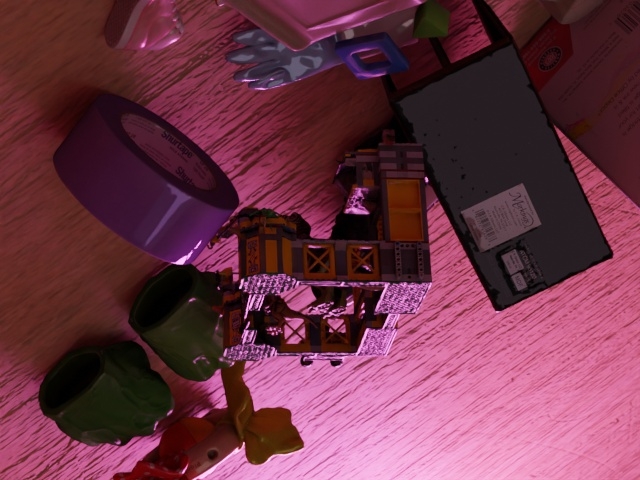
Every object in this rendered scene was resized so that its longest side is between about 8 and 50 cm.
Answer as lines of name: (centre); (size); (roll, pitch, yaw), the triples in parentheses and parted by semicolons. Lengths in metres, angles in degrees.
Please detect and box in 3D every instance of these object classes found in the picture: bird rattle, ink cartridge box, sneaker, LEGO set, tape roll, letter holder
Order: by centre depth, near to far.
sneaker: (-0.164, -0.248, 1.935); (0.070, 0.051, 0.134); (6, 132, -35)
tape roll: (-0.183, -0.065, 1.990); (0.080, 0.189, 0.189); (-50, 140, 14)
LEGO set: (0.000, 0.000, 2.092); (0.255, 0.192, 0.331); (-2, 157, 0)
letter holder: (0.191, -0.111, 2.183); (0.152, 0.214, 0.302); (-26, 117, 5)
ink cartridge box: (0.398, -0.175, 2.236); (0.226, 0.306, 0.131); (-46, 140, 10)
sneaker: (0.059, -0.056, 2.271); (0.124, 0.107, 0.283); (31, 98, -41)
bird rattle: (-0.153, 0.272, 2.348); (0.253, 0.207, 0.143); (-43, 99, -17)

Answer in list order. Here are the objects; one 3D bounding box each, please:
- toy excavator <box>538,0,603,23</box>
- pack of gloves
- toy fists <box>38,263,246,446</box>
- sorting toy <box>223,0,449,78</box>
toy excavator: (0.178, -0.369, 1.984); (0.433, 0.222, 0.445); (-25, 151, -27)
pack of gloves: (-0.013, -0.276, 2.045); (0.232, 0.046, 0.195); (-20, 123, -19)
toy fists: (-0.202, 0.141, 2.255); (0.279, 0.096, 0.142); (-42, 133, 7)
sorting toy: (-0.010, -0.281, 1.939); (0.196, 0.047, 0.348); (-19, 142, 39)
